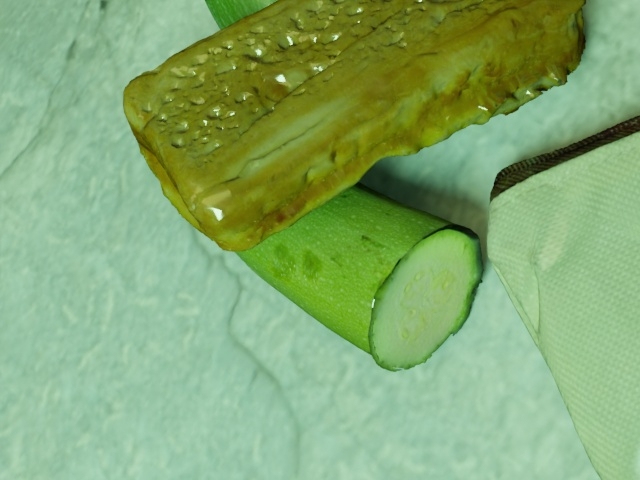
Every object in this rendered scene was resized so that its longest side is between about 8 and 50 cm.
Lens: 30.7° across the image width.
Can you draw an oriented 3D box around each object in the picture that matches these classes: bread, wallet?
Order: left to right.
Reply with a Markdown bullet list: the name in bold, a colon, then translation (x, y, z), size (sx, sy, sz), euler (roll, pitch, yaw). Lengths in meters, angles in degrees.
- **bread**: translation (0.027, -0.094, 0.692), size (0.271, 0.077, 0.139), euler (-30, 57, -14)
- **wallet**: translation (0.252, 0.012, 0.587), size (0.335, 0.068, 0.274), euler (-25, 61, 28)

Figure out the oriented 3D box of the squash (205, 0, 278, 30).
- **squash**: translation (-0.059, -0.265, 0.840), size (0.107, 0.107, 0.395), euler (-24, 63, 20)

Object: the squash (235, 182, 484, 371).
- **squash**: translation (0.000, 0.000, 0.724), size (0.188, 0.095, 0.095), euler (30, 88, 38)
